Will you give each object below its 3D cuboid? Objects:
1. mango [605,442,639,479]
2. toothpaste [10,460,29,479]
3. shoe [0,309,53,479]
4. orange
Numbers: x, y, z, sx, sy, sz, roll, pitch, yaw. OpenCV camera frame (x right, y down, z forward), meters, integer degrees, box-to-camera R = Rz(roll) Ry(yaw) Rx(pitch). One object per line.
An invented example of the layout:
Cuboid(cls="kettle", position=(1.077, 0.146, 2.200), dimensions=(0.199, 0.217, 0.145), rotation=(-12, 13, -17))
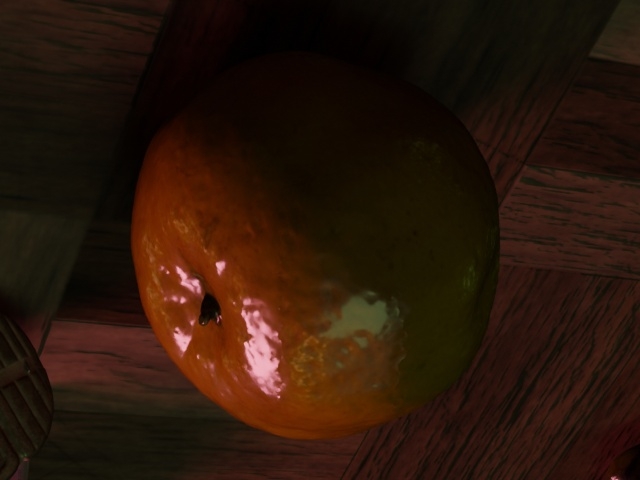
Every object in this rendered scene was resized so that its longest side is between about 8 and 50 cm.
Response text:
Cuboid(cls="mango", position=(0.368, 0.329, 1.720), dimensions=(0.176, 0.175, 0.329), rotation=(-23, 121, -30))
Cuboid(cls="toothpaste", position=(-0.285, 0.275, 1.409), dimensions=(0.075, 0.048, 0.301), rotation=(4, 96, 7))
Cuboid(cls="shoe", position=(-0.385, 0.160, 1.288), dimensions=(0.351, 0.172, 0.198), rotation=(-20, 173, -25))
Cuboid(cls="orange", position=(0.000, 0.000, 1.171), dimensions=(0.235, 0.279, 0.279), rotation=(-26, 146, -36))
